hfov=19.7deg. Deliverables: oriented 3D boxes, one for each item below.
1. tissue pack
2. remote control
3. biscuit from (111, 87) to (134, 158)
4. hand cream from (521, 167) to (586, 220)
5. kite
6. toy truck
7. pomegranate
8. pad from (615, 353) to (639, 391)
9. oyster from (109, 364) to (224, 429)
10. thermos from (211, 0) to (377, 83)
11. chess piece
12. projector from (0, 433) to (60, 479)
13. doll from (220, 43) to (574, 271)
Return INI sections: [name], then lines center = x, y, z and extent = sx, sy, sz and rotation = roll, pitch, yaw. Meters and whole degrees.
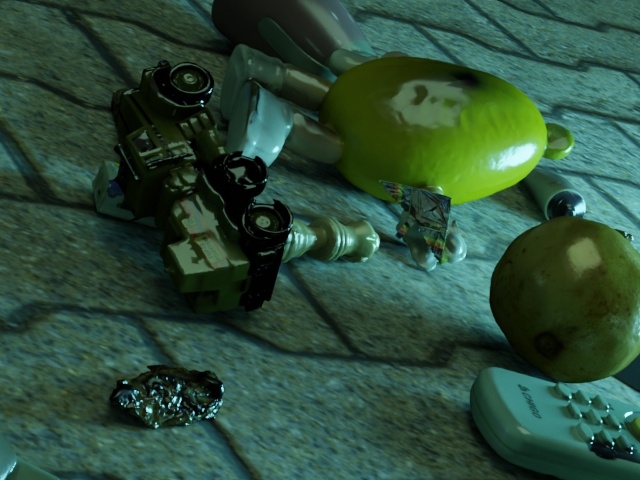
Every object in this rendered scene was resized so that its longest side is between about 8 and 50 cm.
[tissue pack]
center = -0.190, -0.047, 1.899
extent = 0.083, 0.042, 0.062
rotation = 17, 23, -22
[remote control]
center = 0.287, 0.200, 1.825
extent = 0.296, 0.056, 0.140
rotation = 18, 21, -19
[biscuit]
center = -0.198, -0.121, 2.068
extent = 0.064, 0.034, 0.199
rotation = 18, 23, -19
[hand cream]
center = 0.311, -0.065, 2.466
extent = 0.087, 0.054, 0.186
rotation = 15, 17, -11
[kite]
center = 0.116, -0.030, 2.113
extent = 0.090, 0.004, 0.122
rotation = -36, 80, -27
[toy truck]
center = -0.132, -0.050, 1.813
extent = 0.127, 0.127, 0.257
rotation = -13, 57, -23
[pomegranate]
center = 0.278, 0.056, 1.973
extent = 0.196, 0.196, 0.196
rotation = 21, 22, -9
[pad]
center = 0.368, 0.150, 2.092
extent = 0.157, 0.003, 0.112
rotation = 31, 23, 16
[oyster]
center = -0.130, 0.132, 1.574
extent = 0.086, 0.029, 0.132
rotation = 27, 20, 5
[thermos]
center = -0.018, -0.261, 2.442
extent = 0.265, 0.146, 0.176
rotation = 45, 23, 29
[chess piece]
center = 0.000, -0.001, 1.984
extent = 0.172, 0.060, 0.060
rotation = 3, 30, -47
[projector]
center = -0.267, 0.190, 1.020
extent = 0.177, 0.242, 0.163
rotation = 27, 24, 3
[doll]
center = 0.073, -0.127, 2.227
extent = 0.423, 0.161, 0.348
rotation = 28, 44, 6
